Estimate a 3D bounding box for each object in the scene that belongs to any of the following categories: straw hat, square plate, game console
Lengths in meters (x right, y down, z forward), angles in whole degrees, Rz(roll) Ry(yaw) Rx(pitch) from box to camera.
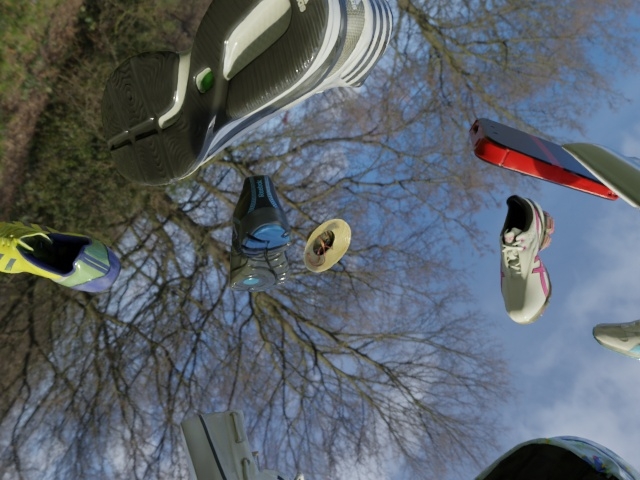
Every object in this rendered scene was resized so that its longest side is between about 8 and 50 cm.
[{"bbox_3d":[0.000,0.000,1.150,0.144,0.144,0.061,-52,-134,0],"label":"straw hat"},{"bbox_3d":[0.503,0.017,0.578,0.049,0.344,0.347,-53,-150,24],"label":"square plate"},{"bbox_3d":[0.573,-0.225,1.263,0.386,0.342,0.060,-59,171,-62],"label":"game console"}]

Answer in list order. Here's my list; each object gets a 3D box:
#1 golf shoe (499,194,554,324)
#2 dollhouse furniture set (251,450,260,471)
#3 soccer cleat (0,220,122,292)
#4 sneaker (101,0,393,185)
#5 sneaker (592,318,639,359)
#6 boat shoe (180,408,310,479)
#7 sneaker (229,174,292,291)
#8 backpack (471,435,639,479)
[{"bbox_3d":[0.278,0.024,0.667,0.067,0.086,0.186,-20,-132,50],"label":"golf shoe"},{"bbox_3d":[-0.057,0.488,0.797,0.198,0.303,0.286,119,-35,-63],"label":"dollhouse furniture set"},{"bbox_3d":[-0.452,0.009,0.747,0.121,0.289,0.093,69,36,-62],"label":"soccer cleat"},{"bbox_3d":[-0.093,-0.196,0.648,0.447,0.169,0.257,-15,-175,39],"label":"sneaker"},{"bbox_3d":[0.620,0.165,0.851,0.228,0.092,0.087,0,-167,38],"label":"sneaker"},{"bbox_3d":[-0.077,0.366,0.649,0.367,0.156,0.136,36,-48,56],"label":"boat shoe"},{"bbox_3d":[-0.124,0.003,0.977,0.341,0.125,0.140,118,-35,-57],"label":"sneaker"},{"bbox_3d":[0.315,0.446,0.667,0.290,0.273,0.356,35,-69,48],"label":"backpack"}]
